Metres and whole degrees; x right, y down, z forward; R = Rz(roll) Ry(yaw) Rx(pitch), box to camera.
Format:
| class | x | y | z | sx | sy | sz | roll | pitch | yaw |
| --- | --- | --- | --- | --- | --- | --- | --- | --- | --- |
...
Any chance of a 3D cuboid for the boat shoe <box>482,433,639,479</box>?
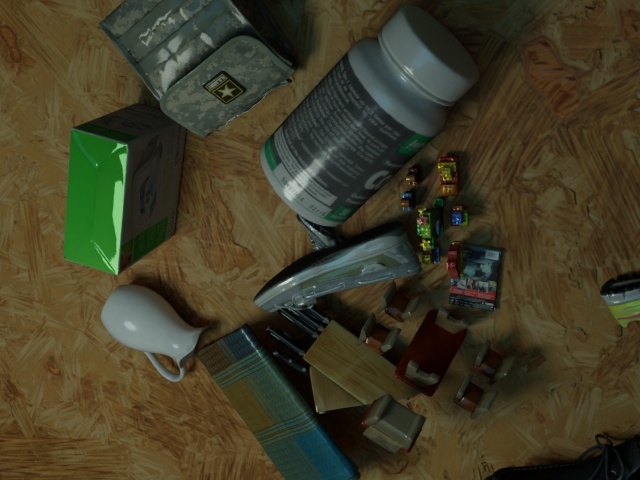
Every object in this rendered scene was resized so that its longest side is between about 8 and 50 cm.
| class | x | y | z | sx | sy | sz | roll | pitch | yaw |
| --- | --- | --- | --- | --- | --- | --- | --- | --- | --- |
| boat shoe | 0.529 | 0.420 | 1.621 | 0.499 | 0.187 | 0.156 | -3 | 102 | 18 |

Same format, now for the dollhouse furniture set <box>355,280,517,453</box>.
| class | x | y | z | sx | sy | sz | roll | pitch | yaw |
| --- | --- | --- | --- | --- | --- | --- | --- | --- | --- |
| dollhouse furniture set | 0.176 | 0.247 | 1.680 | 0.262 | 0.259 | 0.135 | 32 | 157 | 5 |

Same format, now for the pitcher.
| class | x | y | z | sx | sy | sz | roll | pitch | yaw |
| --- | --- | --- | --- | --- | --- | --- | --- | --- | --- |
| pitcher | -0.354 | 0.197 | 1.929 | 0.207 | 0.125 | 0.178 | 29 | 125 | 5 |

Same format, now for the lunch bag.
| class | x | y | z | sx | sy | sz | roll | pitch | yaw |
| --- | --- | --- | --- | --- | --- | --- | --- | --- | --- |
| lunch bag | -0.205 | -0.347 | 1.649 | 0.235 | 0.169 | 0.287 | -32 | 102 | 25 |

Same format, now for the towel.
| class | x | y | z | sx | sy | sz | roll | pitch | yaw |
| --- | --- | --- | --- | --- | --- | --- | --- | --- | --- |
| towel | -0.090 | 0.342 | 1.853 | 0.370 | 0.040 | 0.271 | 55 | 148 | -2 |

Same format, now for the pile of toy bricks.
| class | x | y | z | sx | sy | sz | roll | pitch | yaw |
| --- | --- | --- | --- | --- | --- | --- | --- | --- | --- |
| pile of toy bricks | 0.195 | -0.035 | 1.620 | 0.118 | 0.105 | 0.212 | 0 | 103 | 21 |

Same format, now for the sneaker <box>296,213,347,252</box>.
| class | x | y | z | sx | sy | sz | roll | pitch | yaw |
| --- | --- | --- | --- | --- | --- | --- | --- | --- | --- |
| sneaker | 0.000 | 0.000 | 1.752 | 0.135 | 0.052 | 0.058 | 44 | 122 | 3 |

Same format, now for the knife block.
| class | x | y | z | sx | sy | sz | roll | pitch | yaw |
| --- | --- | --- | --- | --- | --- | --- | --- | --- | --- |
| knife block | 0.039 | 0.203 | 1.778 | 0.275 | 0.088 | 0.242 | -8 | 80 | -1 |

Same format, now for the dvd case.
| class | x | y | z | sx | sy | sz | roll | pitch | yaw |
| --- | --- | --- | --- | --- | --- | --- | --- | --- | --- |
| dvd case | 0.280 | 0.066 | 1.683 | 0.087 | 0.013 | 0.120 | 9 | 112 | 19 |

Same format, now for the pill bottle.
| class | x | y | z | sx | sy | sz | roll | pitch | yaw |
| --- | --- | --- | --- | --- | --- | --- | --- | --- | --- |
| pill bottle | 0.080 | -0.207 | 1.559 | 0.204 | 0.204 | 0.361 | 47 | 119 | 1 |

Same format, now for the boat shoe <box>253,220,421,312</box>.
| class | x | y | z | sx | sy | sz | roll | pitch | yaw |
| --- | --- | --- | --- | --- | --- | --- | --- | --- | --- |
| boat shoe | 0.025 | 0.069 | 1.685 | 0.320 | 0.118 | 0.103 | -24 | 100 | 16 |

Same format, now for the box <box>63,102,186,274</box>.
| class | x | y | z | sx | sy | sz | roll | pitch | yaw |
| --- | --- | --- | --- | --- | --- | --- | --- | --- | --- |
| box | -0.371 | -0.104 | 1.762 | 0.126 | 0.231 | 0.262 | 17 | 113 | 15 |

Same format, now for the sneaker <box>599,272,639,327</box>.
| class | x | y | z | sx | sy | sz | roll | pitch | yaw |
| --- | --- | --- | --- | --- | --- | --- | --- | --- | --- |
| sneaker | 0.582 | 0.097 | 1.543 | 0.208 | 0.081 | 0.094 | -11 | 111 | 32 |
